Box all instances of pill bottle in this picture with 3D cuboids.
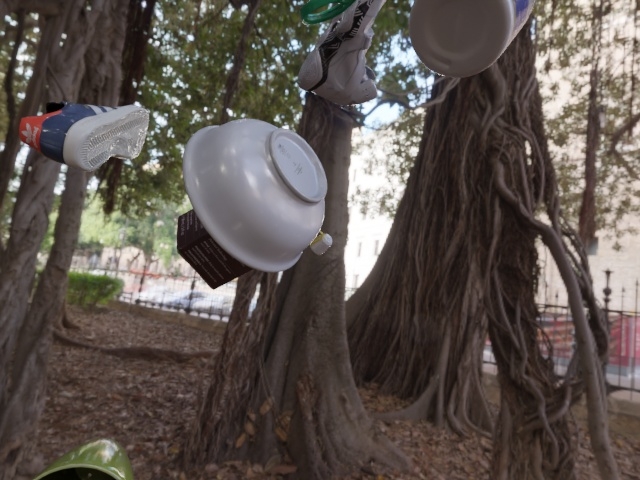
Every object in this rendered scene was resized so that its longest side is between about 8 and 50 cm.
[{"bbox_3d":[0.190,-0.279,0.513,0.112,0.186,0.112,22,-42,21],"label":"pill bottle"}]

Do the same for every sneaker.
[{"bbox_3d":[0.109,-0.535,1.227,0.210,0.137,0.366,26,-48,-25],"label":"sneaker"},{"bbox_3d":[-0.492,-0.244,0.928,0.148,0.131,0.350,17,16,-5],"label":"sneaker"}]

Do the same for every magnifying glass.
[{"bbox_3d":[0.057,-0.456,0.790,0.231,0.026,0.092,-7,13,39],"label":"magnifying glass"}]

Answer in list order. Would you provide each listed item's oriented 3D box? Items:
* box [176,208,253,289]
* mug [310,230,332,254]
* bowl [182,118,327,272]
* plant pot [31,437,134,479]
[{"bbox_3d":[-0.252,-0.012,1.160,0.203,0.168,0.167,-28,-53,4],"label":"box"},{"bbox_3d":[0.001,0.003,1.471,0.078,0.062,0.064,40,-54,-19],"label":"mug"},{"bbox_3d":[-0.082,-0.104,0.768,0.134,0.298,0.298,-28,-26,29],"label":"bowl"},{"bbox_3d":[-0.612,0.650,1.137,0.275,0.275,0.293,10,-1,-15],"label":"plant pot"}]
